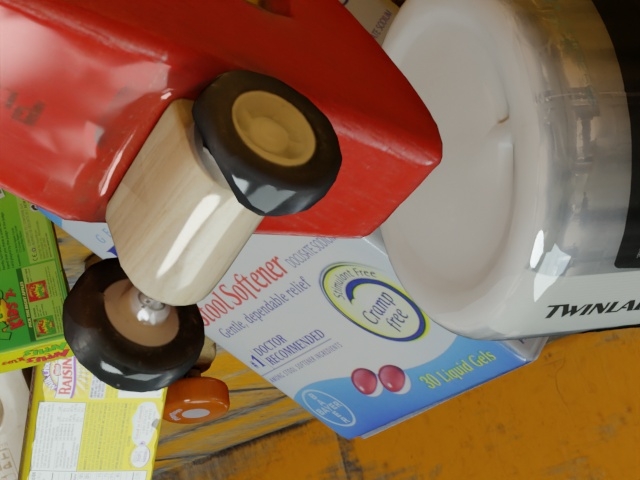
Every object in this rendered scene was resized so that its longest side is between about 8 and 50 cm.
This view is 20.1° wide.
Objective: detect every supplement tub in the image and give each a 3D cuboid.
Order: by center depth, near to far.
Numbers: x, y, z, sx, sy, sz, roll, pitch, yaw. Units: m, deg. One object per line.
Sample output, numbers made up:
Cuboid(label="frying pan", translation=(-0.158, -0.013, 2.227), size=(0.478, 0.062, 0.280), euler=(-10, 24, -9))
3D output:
Cuboid(label="supplement tub", translation=(0.214, -0.057, 1.024), size=(0.338, 0.207, 0.207), euler=(-4, 164, -25))

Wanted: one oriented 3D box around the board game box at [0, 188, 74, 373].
Cuboid(label="board game box", translation=(-0.240, 0.005, 1.332), size=(0.092, 0.181, 0.043), euler=(-13, 159, -6))

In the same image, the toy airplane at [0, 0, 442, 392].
Cuboid(label="toy airplane", translation=(-0.171, -0.136, 0.733), size=(0.386, 0.272, 0.384), euler=(-9, 131, 15))

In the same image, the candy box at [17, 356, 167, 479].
Cuboid(label="candy box", translation=(-0.177, 0.141, 1.406), size=(0.105, 0.206, 0.027), euler=(4, -154, -17))

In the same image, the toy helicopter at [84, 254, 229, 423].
Cuboid(label="toy helicopter", translation=(-0.221, 0.090, 1.959), size=(0.235, 0.140, 0.355), euler=(-4, 156, -4))

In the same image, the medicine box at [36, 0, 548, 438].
Cuboid(label="medicine box", translation=(-0.004, -0.028, 1.183), size=(0.289, 0.149, 0.263), euler=(36, 152, -10))

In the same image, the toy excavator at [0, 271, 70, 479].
Cuboid(label="toy excavator", translation=(-0.311, 0.103, 1.624), size=(0.222, 0.433, 0.445), euler=(-17, -148, -6))
